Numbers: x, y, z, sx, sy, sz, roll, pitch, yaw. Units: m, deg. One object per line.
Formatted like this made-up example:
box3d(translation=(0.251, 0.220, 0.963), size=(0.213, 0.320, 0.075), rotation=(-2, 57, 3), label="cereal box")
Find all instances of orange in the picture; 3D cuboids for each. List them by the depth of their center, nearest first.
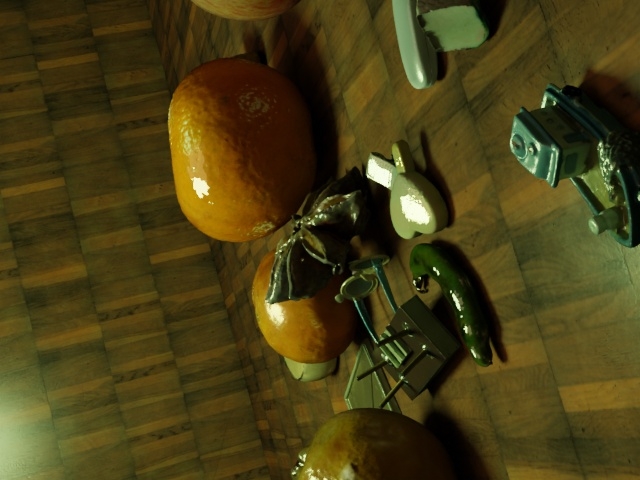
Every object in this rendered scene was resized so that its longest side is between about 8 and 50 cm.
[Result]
box3d(translation=(-0.173, -0.205, 2.063), size=(0.424, 0.326, 0.423), rotation=(175, 90, -85), label="orange")
box3d(translation=(-0.036, 0.142, 2.064), size=(0.284, 0.226, 0.283), rotation=(165, 90, -79), label="orange")

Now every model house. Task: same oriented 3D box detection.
box3d(translation=(0.183, -0.324, 1.235), size=(0.100, 0.088, 0.100), rotation=(45, -136, -56), label="model house")

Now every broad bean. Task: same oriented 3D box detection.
box3d(translation=(0.211, 0.085, 1.512), size=(0.292, 0.049, 0.144), rotation=(-128, 23, -60), label="broad bean")

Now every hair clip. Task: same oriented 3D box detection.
box3d(translation=(0.148, -0.092, 1.552), size=(0.218, 0.071, 0.159), rotation=(-130, 33, -49), label="hair clip")

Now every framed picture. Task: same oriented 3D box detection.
box3d(translation=(0.119, 0.393, 2.096), size=(0.315, 0.024, 0.232), rotation=(101, 151, -56), label="framed picture")

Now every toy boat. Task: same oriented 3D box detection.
box3d(translation=(0.294, -0.078, 1.008), size=(0.109, 0.098, 0.238), rotation=(89, 160, -45), label="toy boat")

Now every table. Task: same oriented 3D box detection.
box3d(translation=(0.145, 0.217, 1.650), size=(0.121, 0.111, 0.240), rotation=(49, 156, 16), label="table")

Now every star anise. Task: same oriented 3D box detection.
box3d(translation=(-0.001, 0.000, 1.831), size=(0.118, 0.331, 0.332), rotation=(36, 171, -14), label="star anise")

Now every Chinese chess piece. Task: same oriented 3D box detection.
box3d(translation=(-0.041, 0.242, 2.368), size=(0.250, 0.103, 0.249), rotation=(168, 90, -73), label="Chinese chess piece")

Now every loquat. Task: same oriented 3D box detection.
box3d(translation=(0.101, 0.476, 1.711), size=(0.328, 0.329, 0.328), rotation=(167, 90, -74), label="loquat")

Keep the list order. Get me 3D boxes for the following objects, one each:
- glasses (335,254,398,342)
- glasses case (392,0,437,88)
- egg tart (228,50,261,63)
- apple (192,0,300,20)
box3d(translation=(0.139, 0.134, 1.804), size=(0.220, 0.088, 0.189), rotation=(49, 154, 18), label="glasses")
box3d(translation=(0.145, -0.322, 1.403), size=(0.067, 0.045, 0.178), rotation=(-167, 64, -72), label="glasses case")
box3d(translation=(-0.234, -0.395, 2.368), size=(0.202, 0.203, 0.147), rotation=(26, 136, 69), label="egg tart")
box3d(translation=(-0.159, -0.592, 1.811), size=(0.345, 0.270, 0.344), rotation=(168, 90, -75), label="apple")
